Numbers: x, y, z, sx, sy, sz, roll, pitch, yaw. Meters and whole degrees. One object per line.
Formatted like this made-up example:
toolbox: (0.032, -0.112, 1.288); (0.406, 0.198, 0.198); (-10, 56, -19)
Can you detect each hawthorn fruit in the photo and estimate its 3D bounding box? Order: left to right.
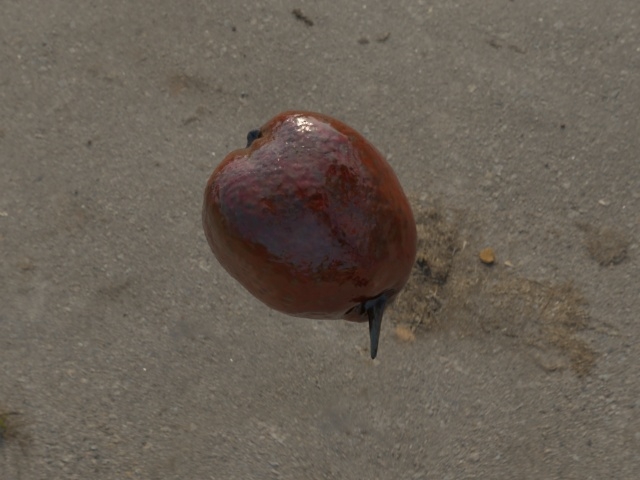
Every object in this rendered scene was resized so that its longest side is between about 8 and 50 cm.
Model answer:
hawthorn fruit: (0.000, 0.000, 0.654); (0.211, 0.210, 0.262); (-33, 88, -10)
